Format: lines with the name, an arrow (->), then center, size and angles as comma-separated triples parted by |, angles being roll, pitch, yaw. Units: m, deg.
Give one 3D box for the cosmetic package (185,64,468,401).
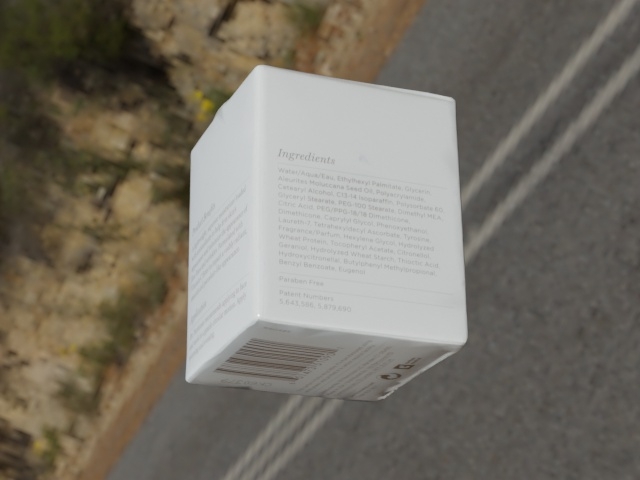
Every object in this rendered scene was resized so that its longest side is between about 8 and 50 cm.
cosmetic package -> 0.000, 0.000, 1.102 | 0.151, 0.151, 0.183 | 139, 135, -60
